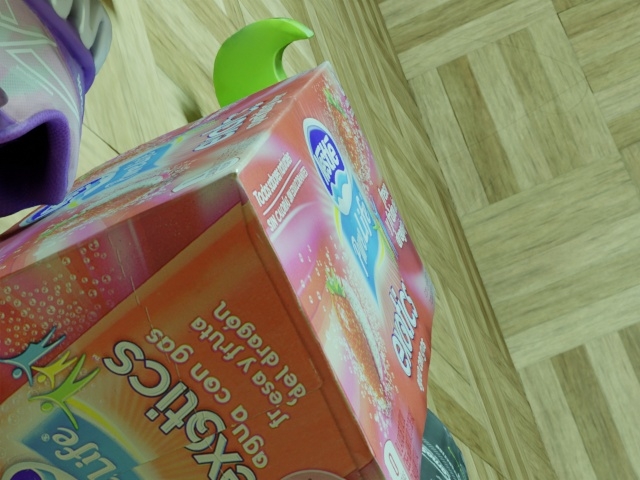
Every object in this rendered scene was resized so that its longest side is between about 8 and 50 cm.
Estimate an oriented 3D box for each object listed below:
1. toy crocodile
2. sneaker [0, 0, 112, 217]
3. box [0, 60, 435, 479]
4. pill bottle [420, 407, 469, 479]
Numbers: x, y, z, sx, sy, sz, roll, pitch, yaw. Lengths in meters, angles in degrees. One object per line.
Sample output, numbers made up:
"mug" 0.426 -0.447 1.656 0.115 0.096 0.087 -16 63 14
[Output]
"toy crocodile" 0.000 0.000 1.004 0.115 0.105 0.340 6 62 -77
"sneaker" -0.152 -0.078 0.498 0.236 0.095 0.104 43 40 -61
"box" -0.048 0.030 0.597 0.142 0.154 0.300 64 12 -10
"pill bottle" 0.003 0.157 0.632 0.245 0.130 0.130 -52 118 -78
